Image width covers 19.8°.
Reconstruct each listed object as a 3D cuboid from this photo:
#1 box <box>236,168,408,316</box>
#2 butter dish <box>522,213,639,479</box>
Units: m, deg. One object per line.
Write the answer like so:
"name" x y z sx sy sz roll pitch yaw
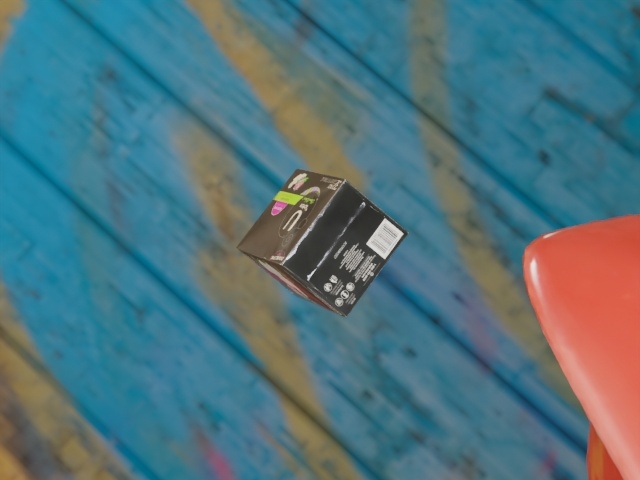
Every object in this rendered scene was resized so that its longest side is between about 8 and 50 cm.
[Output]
"box" 0.000 0.000 1.040 0.062 0.052 0.083 -53 -160 -8
"butter dish" 0.132 0.074 0.443 0.160 0.160 0.118 -9 142 -23
